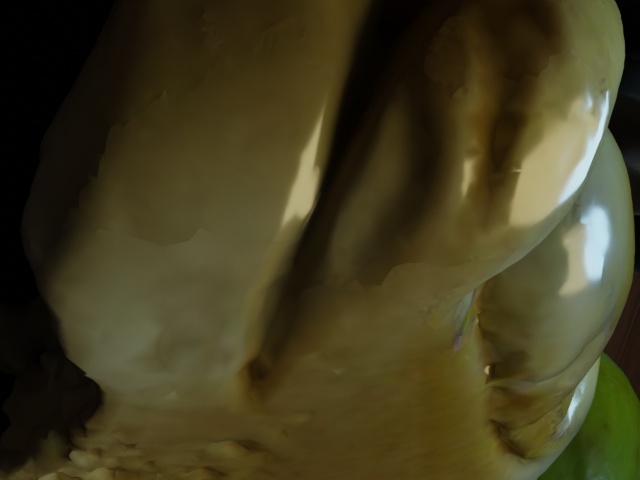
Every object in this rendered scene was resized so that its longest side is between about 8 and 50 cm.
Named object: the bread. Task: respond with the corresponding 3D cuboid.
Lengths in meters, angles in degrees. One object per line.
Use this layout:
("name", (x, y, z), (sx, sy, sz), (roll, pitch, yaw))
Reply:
("bread", (0.005, 0.022, 0.714), (0.329, 0.245, 0.424), (-55, 163, -25))

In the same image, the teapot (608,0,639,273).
("teapot", (0.309, -0.164, 1.186), (0.300, 0.253, 0.344), (-23, -149, 56))

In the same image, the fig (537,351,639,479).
("fig", (0.179, 0.202, 1.354), (0.271, 0.239, 0.239), (-121, -134, -63))
